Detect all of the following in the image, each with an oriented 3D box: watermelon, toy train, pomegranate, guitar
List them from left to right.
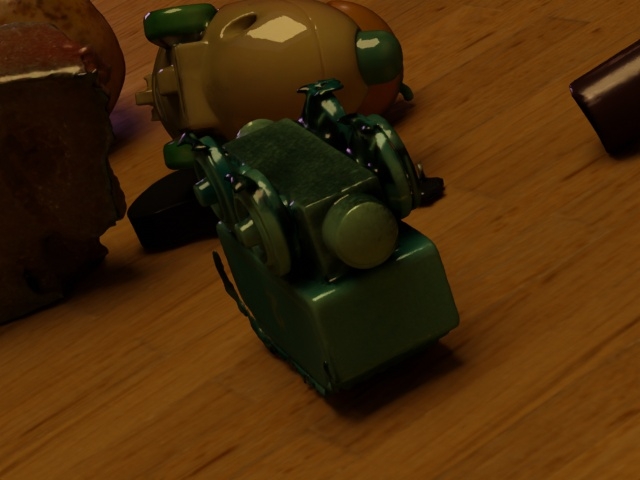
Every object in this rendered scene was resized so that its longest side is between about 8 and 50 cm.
[{"bbox_3d":[-0.292,-0.041,1.480,0.302,0.264,0.151,-12,36,-3],"label":"watermelon"},{"bbox_3d":[-0.290,-0.156,1.776,0.215,0.215,0.215,-18,23,8],"label":"pomegranate"},{"bbox_3d":[-0.029,-0.037,1.471,0.271,0.038,0.084,-6,29,33],"label":"guitar"},{"bbox_3d":[0.000,0.000,1.204,0.112,0.163,0.203,-25,24,-12],"label":"toy train"}]

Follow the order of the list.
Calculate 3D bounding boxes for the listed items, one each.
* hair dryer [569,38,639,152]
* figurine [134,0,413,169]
[{"bbox_3d":[0.336,-0.190,1.452,0.313,0.123,0.340,-28,11,12],"label":"hair dryer"},{"bbox_3d":[-0.035,-0.135,1.555,0.222,0.124,0.324,-12,3,-10],"label":"figurine"}]
